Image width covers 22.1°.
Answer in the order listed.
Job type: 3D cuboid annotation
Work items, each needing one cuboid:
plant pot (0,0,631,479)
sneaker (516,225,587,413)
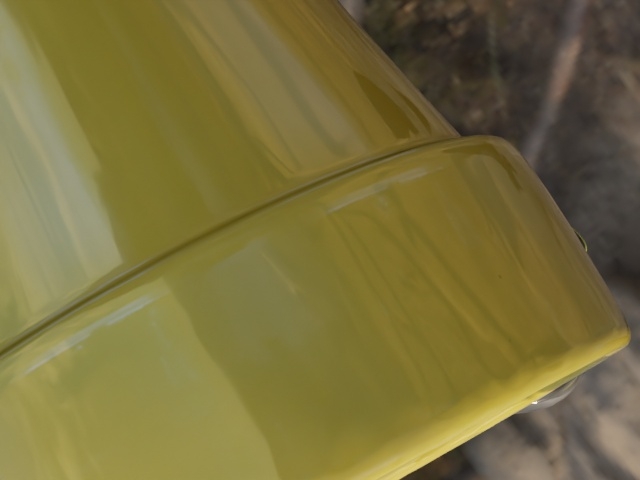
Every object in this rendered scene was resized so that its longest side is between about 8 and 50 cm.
[{"bbox_3d":[-0.060,-0.006,0.570,0.239,0.254,0.254,61,172,9],"label":"plant pot"},{"bbox_3d":[0.000,0.000,0.779,0.300,0.111,0.121,34,167,23],"label":"sneaker"}]
